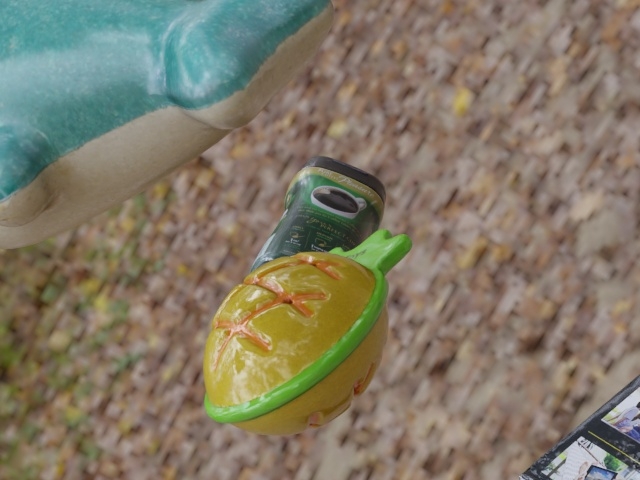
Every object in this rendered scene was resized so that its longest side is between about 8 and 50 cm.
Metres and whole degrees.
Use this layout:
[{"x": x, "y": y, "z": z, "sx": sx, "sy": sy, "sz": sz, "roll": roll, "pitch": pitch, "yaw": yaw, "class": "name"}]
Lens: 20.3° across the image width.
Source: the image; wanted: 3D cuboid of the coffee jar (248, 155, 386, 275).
[{"x": 0.000, "y": 0.000, "z": 1.655, "sx": 0.184, "sy": 0.096, "sz": 0.079, "roll": -66, "pitch": -1, "yaw": -51, "class": "coffee jar"}]

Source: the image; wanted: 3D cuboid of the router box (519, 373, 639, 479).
[{"x": 0.197, "y": 0.120, "z": 0.790, "sx": 0.133, "sy": 0.046, "sz": 0.179, "roll": -37, "pitch": 42, "yaw": -19, "class": "router box"}]

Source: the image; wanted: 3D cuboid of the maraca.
[{"x": -0.007, "y": 0.052, "z": 1.109, "sx": 0.127, "sy": 0.099, "sz": 0.186, "roll": -19, "pitch": 23, "yaw": 35, "class": "maraca"}]

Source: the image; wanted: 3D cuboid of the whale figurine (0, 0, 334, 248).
[{"x": -0.122, "y": -0.097, "z": 0.953, "sx": 0.272, "sy": 0.141, "sz": 0.216, "roll": -11, "pitch": 28, "yaw": 47, "class": "whale figurine"}]
